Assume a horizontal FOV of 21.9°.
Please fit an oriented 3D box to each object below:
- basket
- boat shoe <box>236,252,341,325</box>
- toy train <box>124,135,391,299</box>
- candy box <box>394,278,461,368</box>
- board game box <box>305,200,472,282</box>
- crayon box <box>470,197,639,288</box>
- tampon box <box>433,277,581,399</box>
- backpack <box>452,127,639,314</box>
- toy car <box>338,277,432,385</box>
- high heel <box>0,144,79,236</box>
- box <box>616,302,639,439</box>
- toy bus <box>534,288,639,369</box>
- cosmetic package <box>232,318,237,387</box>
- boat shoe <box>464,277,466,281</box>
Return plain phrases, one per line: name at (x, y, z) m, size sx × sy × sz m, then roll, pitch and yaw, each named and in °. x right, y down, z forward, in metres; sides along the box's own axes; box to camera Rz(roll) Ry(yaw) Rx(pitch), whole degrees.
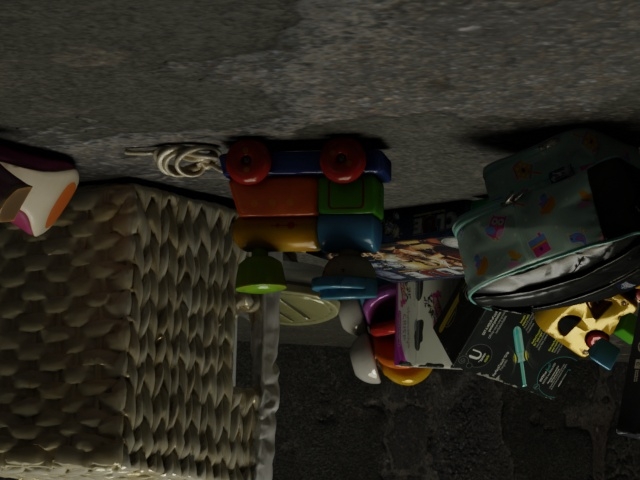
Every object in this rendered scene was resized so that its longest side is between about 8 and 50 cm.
basket at (-0.244, 0.117, 1.849) m, size 0.331 × 0.328 × 0.266 m, roll -4°, pitch 169°, yaw 33°
boat shoe at (-0.082, 0.037, 2.009) m, size 0.302 × 0.103 × 0.113 m, roll 0°, pitch 152°, yaw 47°
toy train at (-0.061, -0.015, 1.516) m, size 0.248 × 0.143 × 0.105 m, roll -1°, pitch 172°, yaw 11°
candy box at (0.219, 0.099, 2.260) m, size 0.233 × 0.159 × 0.071 m, roll 5°, pitch 173°, yaw -25°
board game box at (0.127, 0.006, 1.938) m, size 0.243 × 0.042 × 0.165 m, roll -7°, pitch 161°, yaw 44°
crayon box at (0.320, -0.002, 1.794) m, size 0.278 × 0.081 × 0.165 m, roll 6°, pitch 170°, yaw -35°
tampon box at (0.252, 0.113, 2.154) m, size 0.161 × 0.120 × 0.101 m, roll 20°, pitch -159°, yaw -23°
backpack at (0.213, -0.011, 1.471) m, size 0.188 × 0.144 × 0.166 m, roll -30°, pitch 159°, yaw 27°
toy car at (0.108, 0.109, 2.347) m, size 0.159 × 0.182 × 0.136 m, roll -16°, pitch 154°, yaw 3°
high heel at (-0.310, -0.061, 1.565) m, size 0.117 × 0.082 × 0.244 m, roll 32°, pitch -170°, yaw 6°
box at (0.553, 0.164, 1.747) m, size 0.343 × 0.179 × 0.312 m, roll 16°, pitch 171°, yaw -24°
toy bus at (0.350, 0.046, 2.037) m, size 0.104 × 0.202 × 0.191 m, roll 34°, pitch 174°, yaw -7°
cosmetic package at (-0.233, 0.112, 2.167) m, size 0.224 × 0.224 × 0.138 m, roll 7°, pitch 170°, yaw -42°
boat shoe at (0.263, 0.015, 1.991) m, size 0.070 × 0.078 × 0.219 m, roll -22°, pitch -177°, yaw -35°
